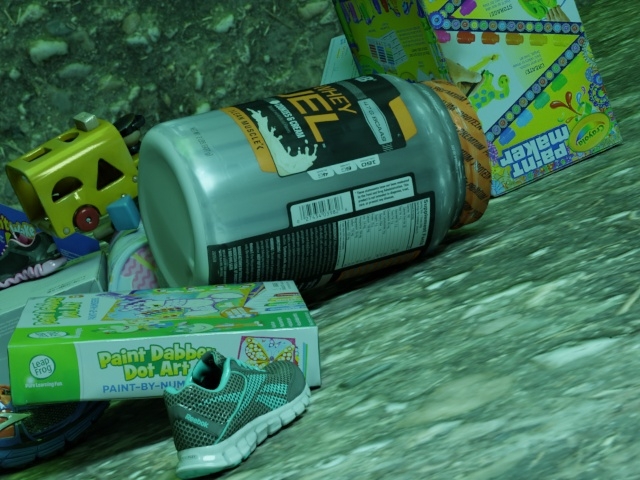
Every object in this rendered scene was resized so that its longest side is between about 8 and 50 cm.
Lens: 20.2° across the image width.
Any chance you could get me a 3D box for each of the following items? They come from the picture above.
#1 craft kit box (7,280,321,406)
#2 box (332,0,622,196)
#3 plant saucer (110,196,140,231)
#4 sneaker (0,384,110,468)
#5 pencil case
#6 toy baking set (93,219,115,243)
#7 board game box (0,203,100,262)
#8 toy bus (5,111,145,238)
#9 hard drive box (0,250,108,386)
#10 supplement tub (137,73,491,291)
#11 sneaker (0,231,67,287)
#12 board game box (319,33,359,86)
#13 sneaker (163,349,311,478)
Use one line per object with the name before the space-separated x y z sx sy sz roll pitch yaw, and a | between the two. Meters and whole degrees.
craft kit box | -0.132 0.083 1.520 0.247 0.061 0.250 -6 8 -5
box | 0.173 -0.210 2.107 0.177 0.279 0.290 -23 10 -16
plant saucer | -0.093 -0.055 2.135 0.317 0.043 0.317 -7 -11 -1
sneaker | -0.278 0.153 1.528 0.221 0.087 0.083 -23 10 -15
pencil case | -0.167 0.033 1.934 0.124 0.113 0.273 -9 8 -3
toy baking set | -0.161 -0.036 2.300 0.256 0.030 0.197 -17 -24 2
board game box | -0.461 0.030 2.222 0.233 0.078 0.347 -17 -19 22
toy bus | -0.244 -0.088 1.971 0.191 0.104 0.202 -15 24 20
hard drive box | -0.307 0.094 1.949 0.181 0.089 0.232 -20 9 -2
supplement tub | -0.005 -0.053 1.756 0.316 0.193 0.193 -15 6 -22
sneaker | -0.339 0.018 2.004 0.119 0.057 0.047 -16 12 29
board game box | 0.047 -0.159 2.317 0.145 0.027 0.281 -14 53 41
sneaker | -0.062 0.112 1.326 0.065 0.076 0.166 -15 10 27
